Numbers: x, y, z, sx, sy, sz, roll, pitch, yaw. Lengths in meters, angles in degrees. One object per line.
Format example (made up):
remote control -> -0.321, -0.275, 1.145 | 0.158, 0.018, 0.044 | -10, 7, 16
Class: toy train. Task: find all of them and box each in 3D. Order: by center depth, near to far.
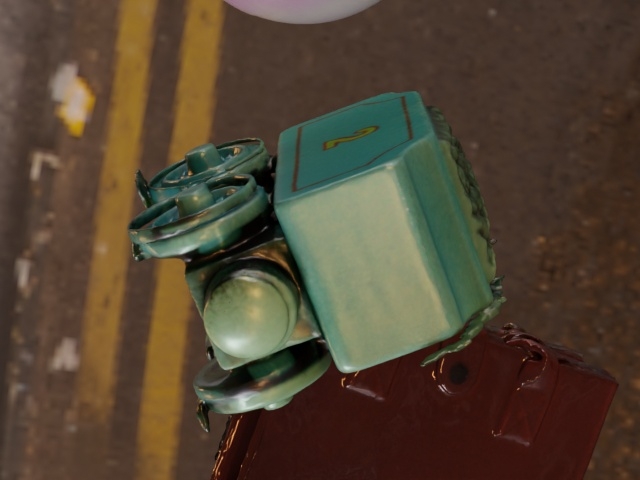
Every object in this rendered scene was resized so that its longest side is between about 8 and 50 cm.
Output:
toy train -> 0.000, 0.000, 0.892 | 0.203, 0.163, 0.112 | -94, -17, -73

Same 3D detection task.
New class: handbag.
handbag -> 0.050, 0.175, 1.308 | 0.276, 0.260, 0.084 | -68, 18, 6

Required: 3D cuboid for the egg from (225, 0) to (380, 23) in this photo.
egg -> -0.022, -0.252, 1.212 | 0.196, 0.196, 0.271 | -69, 24, 15
